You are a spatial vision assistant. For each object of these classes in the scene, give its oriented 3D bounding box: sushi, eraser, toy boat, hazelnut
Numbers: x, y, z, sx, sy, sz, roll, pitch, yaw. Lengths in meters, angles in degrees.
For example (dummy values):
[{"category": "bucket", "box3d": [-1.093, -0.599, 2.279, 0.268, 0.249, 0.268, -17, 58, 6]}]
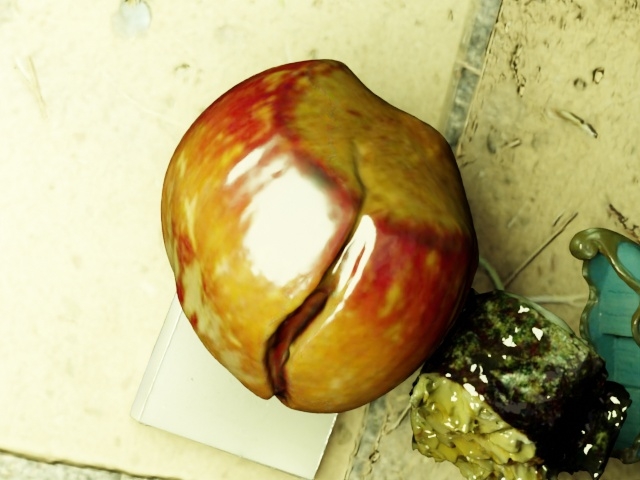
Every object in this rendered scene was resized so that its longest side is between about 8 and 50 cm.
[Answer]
[{"category": "sushi", "box3d": [0.137, 0.122, 1.347, 0.147, 0.212, 0.115, 30, 76, 3]}, {"category": "eraser", "box3d": [-0.054, 0.107, 1.364, 0.150, 0.023, 0.104, 23, 86, -24]}, {"category": "toy boat", "box3d": [0.230, 0.082, 1.462, 0.077, 0.075, 0.185, -2, 94, -33]}, {"category": "hazelnut", "box3d": [0.000, 0.000, 1.281, 0.218, 0.234, 0.218, -22, 149, -14]}]
